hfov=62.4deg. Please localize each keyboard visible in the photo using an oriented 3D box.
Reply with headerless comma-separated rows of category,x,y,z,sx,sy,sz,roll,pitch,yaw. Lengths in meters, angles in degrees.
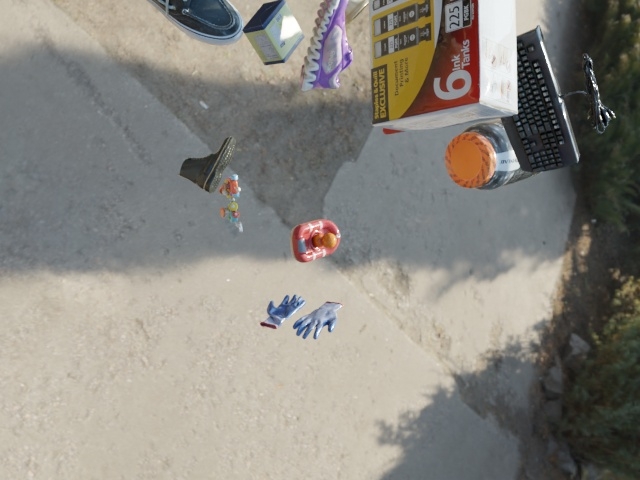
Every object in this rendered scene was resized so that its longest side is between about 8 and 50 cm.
keyboard,0.462,-0.276,1.057,0.317,0.201,0.033,53,33,-32

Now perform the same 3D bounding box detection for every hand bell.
hand bell,0.006,-0.690,1.426,0.242,0.126,0.126,44,56,-12

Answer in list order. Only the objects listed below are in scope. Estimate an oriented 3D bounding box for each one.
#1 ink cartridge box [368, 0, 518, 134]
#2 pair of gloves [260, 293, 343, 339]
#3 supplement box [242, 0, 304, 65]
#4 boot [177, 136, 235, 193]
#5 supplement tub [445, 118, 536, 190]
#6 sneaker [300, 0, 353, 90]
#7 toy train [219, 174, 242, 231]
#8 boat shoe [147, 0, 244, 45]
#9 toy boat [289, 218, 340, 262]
ink cartridge box,0.169,-0.347,0.877,0.130,0.271,0.310,-3,91,-45
pair of gloves,-0.048,0.178,1.252,0.159,0.198,0.023,-40,131,-57
supplement box,-0.088,-0.394,1.004,0.083,0.056,0.083,-59,136,-24
boot,-0.377,-0.271,1.741,0.198,0.137,0.077,-63,168,-7
supplement tub,0.557,-0.272,1.637,0.338,0.207,0.207,-18,96,-35
sneaker,0.029,-0.435,1.173,0.104,0.236,0.095,11,42,-12
toy train,-0.247,-0.107,1.431,0.046,0.125,0.166,-10,120,-17
boat shoe,-0.289,-0.513,1.063,0.306,0.105,0.113,36,82,-13
toy boat,0.000,0.000,2.049,0.231,0.151,0.151,-18,105,-47
